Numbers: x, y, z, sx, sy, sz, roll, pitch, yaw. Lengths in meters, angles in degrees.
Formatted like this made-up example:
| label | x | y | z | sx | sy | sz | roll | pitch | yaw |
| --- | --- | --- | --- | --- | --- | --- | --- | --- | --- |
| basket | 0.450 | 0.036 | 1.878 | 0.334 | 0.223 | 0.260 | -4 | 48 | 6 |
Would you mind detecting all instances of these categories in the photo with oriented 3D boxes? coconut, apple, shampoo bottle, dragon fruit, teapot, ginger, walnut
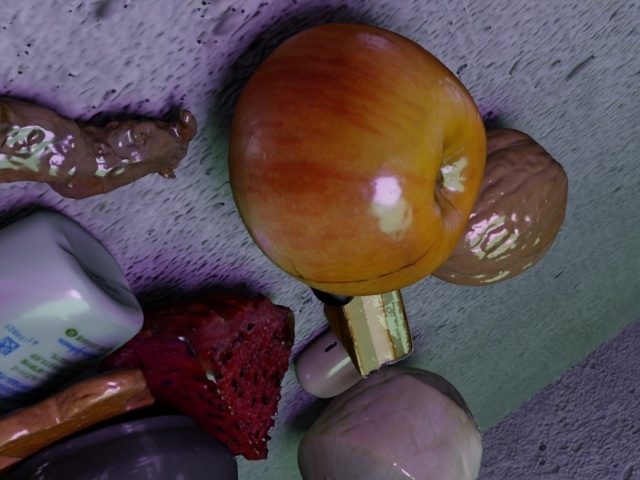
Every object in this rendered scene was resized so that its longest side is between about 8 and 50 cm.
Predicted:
| label | x | y | z | sx | sy | sz | roll | pitch | yaw |
| --- | --- | --- | --- | --- | --- | --- | --- | --- | --- |
| coconut | 0.138 | 0.474 | 1.497 | 0.415 | 0.344 | 0.415 | -52 | 156 | -34 |
| apple | 0.040 | -0.079 | 0.754 | 0.286 | 0.233 | 0.286 | -16 | 110 | -51 |
| shampoo bottle | -0.378 | 0.126 | 0.766 | 0.349 | 0.151 | 0.222 | -35 | 157 | -1 |
| dragon fruit | -0.144 | 0.173 | 0.973 | 0.302 | 0.240 | 0.330 | -45 | 160 | -20 |
| teapot | -0.236 | 0.433 | 0.829 | 0.376 | 0.362 | 0.305 | -28 | 154 | 8 |
| ginger | -0.254 | -0.082 | 0.684 | 0.290 | 0.084 | 0.122 | -12 | 164 | -38 |
| walnut | 0.237 | -0.046 | 1.065 | 0.261 | 0.225 | 0.225 | -32 | 149 | -6 |

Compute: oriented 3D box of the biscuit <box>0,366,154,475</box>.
| label | x | y | z | sx | sy | sz | roll | pitch | yaw |
| --- | --- | --- | --- | --- | --- | --- | --- | --- | --- |
| biscuit | -0.296 | 0.212 | 0.830 | 0.205 | 0.049 | 0.324 | -24 | 164 | -17 |

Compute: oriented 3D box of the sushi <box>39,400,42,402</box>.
| label | x | y | z | sx | sy | sz | roll | pitch | yaw |
| --- | --- | --- | --- | --- | --- | --- | --- | --- | --- |
| sushi | -0.393 | 0.259 | 1.035 | 0.047 | 0.050 | 0.099 | -34 | 139 | 11 |

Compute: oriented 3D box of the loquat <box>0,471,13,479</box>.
| label | x | y | z | sx | sy | sz | roll | pitch | yaw |
| --- | --- | --- | --- | --- | --- | --- | --- | --- | --- |
| loquat | -0.494 | 0.359 | 0.933 | 0.213 | 0.213 | 0.213 | -24 | 148 | -17 |

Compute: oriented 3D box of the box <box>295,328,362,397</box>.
| label | x | y | z | sx | sy | sz | roll | pitch | yaw |
| --- | --- | --- | --- | --- | --- | --- | --- | --- | --- |
| box | 0.046 | 0.216 | 1.349 | 0.200 | 0.088 | 0.146 | -37 | 147 | 6 |

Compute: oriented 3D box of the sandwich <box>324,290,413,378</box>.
| label | x | y | z | sx | sy | sz | roll | pitch | yaw |
| --- | --- | --- | --- | --- | --- | --- | --- | --- | --- |
| sandwich | 0.089 | 0.109 | 1.193 | 0.117 | 0.144 | 0.187 | -25 | 148 | -20 |

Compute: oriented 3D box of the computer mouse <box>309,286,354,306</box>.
| label | x | y | z | sx | sy | sz | roll | pitch | yaw |
| --- | --- | --- | --- | --- | --- | --- | --- | --- | --- |
| computer mouse | 0.000 | 0.000 | 0.962 | 0.096 | 0.137 | 0.233 | -34 | 148 | 8 |
